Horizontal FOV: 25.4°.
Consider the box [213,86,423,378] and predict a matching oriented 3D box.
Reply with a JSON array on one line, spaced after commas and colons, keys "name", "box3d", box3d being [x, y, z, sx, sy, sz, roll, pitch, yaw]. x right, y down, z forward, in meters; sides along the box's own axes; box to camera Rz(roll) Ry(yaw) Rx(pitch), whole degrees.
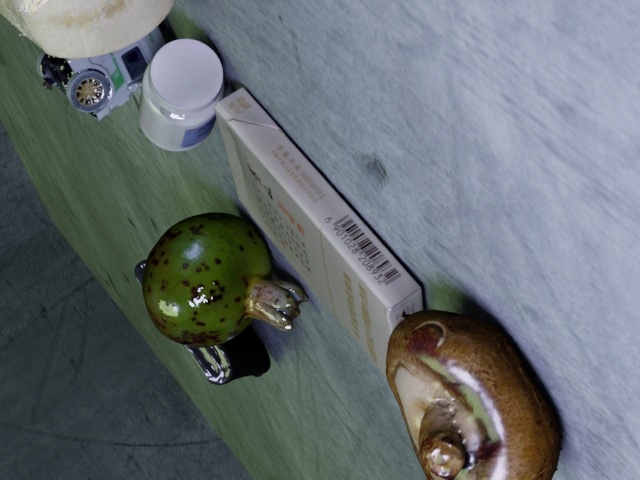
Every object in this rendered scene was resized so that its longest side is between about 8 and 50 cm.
[{"name": "box", "box3d": [0.000, -0.001, 1.682, 0.365, 0.051, 0.205, 49, 164, 31]}]

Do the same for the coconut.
[{"name": "coconut", "box3d": [-0.277, -0.327, 1.593, 0.241, 0.241, 0.241, 52, 165, 20]}]

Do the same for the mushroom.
[{"name": "mushroom", "box3d": [0.154, 0.172, 1.409, 0.194, 0.138, 0.231, -159, 48, -89]}]

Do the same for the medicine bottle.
[{"name": "medicine bottle", "box3d": [-0.174, -0.182, 1.778, 0.103, 0.102, 0.187, 56, 165, 4]}]

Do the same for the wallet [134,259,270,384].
[{"name": "wallet", "box3d": [-0.183, 0.132, 2.331, 0.228, 0.062, 0.406, 55, -177, 6]}]

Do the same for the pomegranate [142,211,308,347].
[{"name": "pomegranate", "box3d": [-0.139, 0.066, 2.041, 0.247, 0.202, 0.202, 20, 149, 23]}]

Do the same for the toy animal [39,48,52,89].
[{"name": "toy animal", "box3d": [-0.332, -0.285, 2.083, 0.093, 0.186, 0.214, 31, -150, -41]}]

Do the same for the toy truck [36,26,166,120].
[{"name": "toy truck", "box3d": [-0.325, -0.340, 1.800, 0.146, 0.175, 0.367, 41, 158, 52]}]
